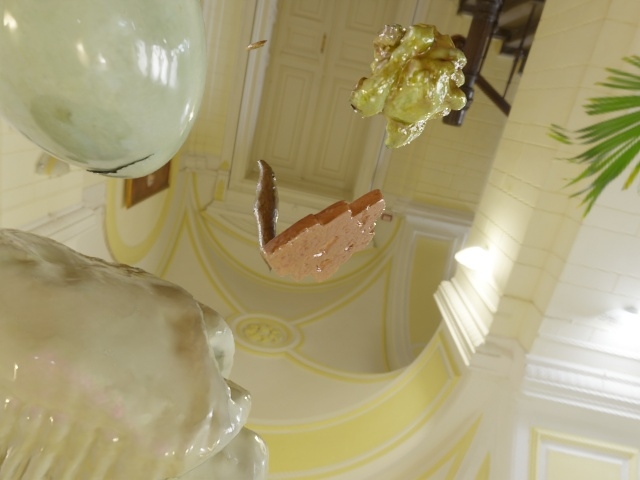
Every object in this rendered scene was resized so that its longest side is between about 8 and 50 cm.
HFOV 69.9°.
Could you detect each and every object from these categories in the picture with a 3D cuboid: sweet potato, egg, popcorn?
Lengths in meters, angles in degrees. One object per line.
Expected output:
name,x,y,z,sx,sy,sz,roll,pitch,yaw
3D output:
sweet potato,-0.125,-0.063,1.049,0.067,0.273,0.067,-3,160,-1
egg,-0.189,-0.171,0.372,0.187,0.253,0.186,-9,-149,5
popcorn,0.245,-0.411,1.239,0.291,0.325,0.321,4,-162,16

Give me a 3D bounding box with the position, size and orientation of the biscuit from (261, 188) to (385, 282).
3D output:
biscuit,0.000,0.000,0.956,0.307,0.283,0.043,-7,-127,-46

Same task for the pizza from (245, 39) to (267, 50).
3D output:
pizza,-0.179,-0.541,1.272,0.083,0.016,0.037,-1,-154,39

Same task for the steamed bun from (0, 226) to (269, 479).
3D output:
steamed bun,-0.219,0.160,0.398,0.353,0.339,0.247,27,-167,-10
